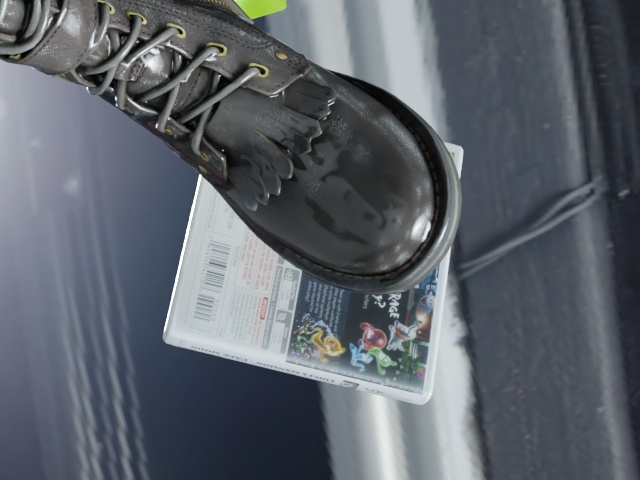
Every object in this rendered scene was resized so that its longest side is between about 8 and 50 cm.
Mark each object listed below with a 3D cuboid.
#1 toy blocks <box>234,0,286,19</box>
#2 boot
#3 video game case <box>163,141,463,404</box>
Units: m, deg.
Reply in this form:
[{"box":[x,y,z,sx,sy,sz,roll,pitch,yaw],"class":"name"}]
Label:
[{"box":[-0.084,-0.252,0.856,0.261,0.381,0.191,41,-34,57],"class":"toy blocks"},{"box":[-0.085,-0.073,0.620,0.263,0.229,0.091,38,-78,30],"class":"boot"},{"box":[0.000,0.000,0.983,0.173,0.022,0.190,14,-119,-8],"class":"video game case"}]
